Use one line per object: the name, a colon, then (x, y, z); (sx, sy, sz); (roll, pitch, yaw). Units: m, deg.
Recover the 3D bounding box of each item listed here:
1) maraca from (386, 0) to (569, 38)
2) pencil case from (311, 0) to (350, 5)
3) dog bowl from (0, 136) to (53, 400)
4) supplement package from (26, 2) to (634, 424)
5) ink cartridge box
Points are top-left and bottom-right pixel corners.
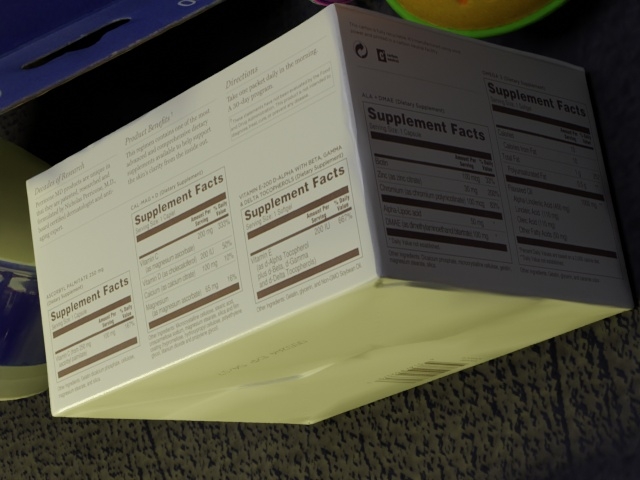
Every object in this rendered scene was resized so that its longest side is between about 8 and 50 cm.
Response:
maraca: (0.112, -0.184, 0.990); (0.185, 0.099, 0.127); (-24, 81, 18)
pencil case: (-0.020, -0.215, 1.147); (0.152, 0.070, 0.064); (51, 119, 39)
dog bowl: (-0.278, -0.003, 1.242); (0.265, 0.265, 0.104); (41, 111, 41)
supplement package: (0.000, 0.000, 0.995); (0.262, 0.204, 0.145); (-24, 68, 42)
ink cartridge box: (-0.238, -0.169, 1.200); (0.330, 0.324, 0.071); (12, 126, 47)
